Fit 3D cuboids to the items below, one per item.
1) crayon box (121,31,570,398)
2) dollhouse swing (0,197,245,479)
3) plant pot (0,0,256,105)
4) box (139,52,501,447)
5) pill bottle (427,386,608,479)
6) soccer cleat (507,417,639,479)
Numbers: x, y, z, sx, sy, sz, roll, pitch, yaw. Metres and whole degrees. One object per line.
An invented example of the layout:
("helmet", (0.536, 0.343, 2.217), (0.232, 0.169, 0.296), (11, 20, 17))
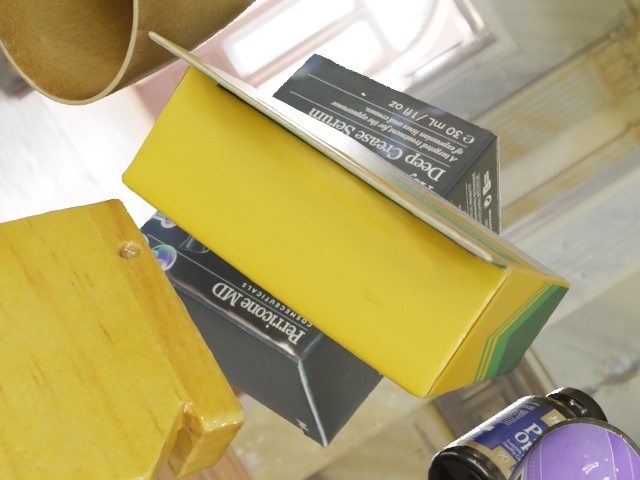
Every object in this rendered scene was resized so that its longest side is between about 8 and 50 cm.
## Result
("crayon box", (0.025, -0.003, 0.649), (0.203, 0.083, 0.323), (35, 7, 18))
("dollhouse swing", (-0.273, 0.171, 0.770), (0.315, 0.346, 0.305), (53, -32, 39))
("plant pot", (-0.174, -0.278, 1.117), (0.254, 0.237, 0.237), (-25, 81, -47))
("box", (0.000, 0.000, 1.399), (0.293, 0.395, 0.212), (28, -27, 28))
("pill bottle", (0.236, 0.255, 1.283), (0.122, 0.219, 0.123), (25, -54, 40))
("soccer cleat", (0.120, 0.264, 0.676), (0.108, 0.318, 0.116), (24, 8, 21))
